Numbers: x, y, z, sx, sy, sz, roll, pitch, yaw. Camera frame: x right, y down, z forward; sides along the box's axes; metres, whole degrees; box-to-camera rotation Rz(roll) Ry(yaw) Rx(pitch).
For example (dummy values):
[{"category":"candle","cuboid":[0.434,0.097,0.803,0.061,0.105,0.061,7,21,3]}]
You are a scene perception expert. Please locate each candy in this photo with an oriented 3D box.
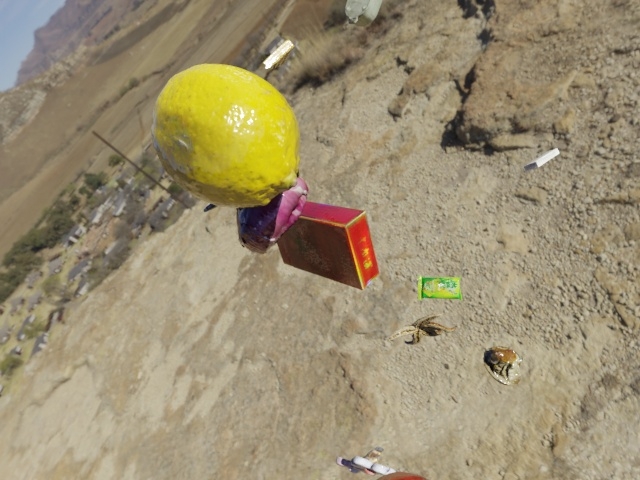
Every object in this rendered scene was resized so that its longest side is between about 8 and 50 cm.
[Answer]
[{"category":"candy","cuboid":[0.495,0.198,1.701,0.178,0.032,0.102,-1,80,17]}]

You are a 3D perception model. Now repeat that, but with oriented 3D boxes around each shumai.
[{"category":"shumai","cuboid":[0.625,0.405,1.371,0.145,0.116,0.146,5,43,-5]}]

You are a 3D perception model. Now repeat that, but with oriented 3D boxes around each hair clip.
[{"category":"hair clip","cuboid":[0.137,0.703,1.292,0.257,0.146,0.075,129,155,-49]}]

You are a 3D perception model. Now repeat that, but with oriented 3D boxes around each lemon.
[{"category":"lemon","cuboid":[-0.164,-0.187,0.754,0.310,0.253,0.254,32,80,19]}]

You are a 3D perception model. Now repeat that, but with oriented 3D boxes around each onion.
[{"category":"onion","cuboid":[-0.135,-0.083,0.988,0.230,0.163,0.230,-42,17,16]}]

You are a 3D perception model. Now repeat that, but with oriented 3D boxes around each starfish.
[{"category":"starfish","cuboid":[0.327,0.294,1.359,0.237,0.213,0.057,-3,52,-2]}]

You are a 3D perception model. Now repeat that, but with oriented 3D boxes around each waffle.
[{"category":"waffle","cuboid":[-0.145,-0.552,1.289,0.125,0.032,0.191,-48,13,-8]}]

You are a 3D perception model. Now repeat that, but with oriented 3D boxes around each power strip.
[{"category":"power strip","cuboid":[0.127,-0.617,0.919,0.080,0.048,0.286,22,94,40]}]

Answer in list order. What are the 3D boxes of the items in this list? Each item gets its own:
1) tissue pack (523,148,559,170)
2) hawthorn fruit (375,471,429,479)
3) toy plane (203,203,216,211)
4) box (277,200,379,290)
[{"category":"tissue pack","cuboid":[0.719,-0.262,1.334,0.108,0.023,0.056,-30,2,-18]},{"category":"hawthorn fruit","cuboid":[0.140,0.523,0.744,0.200,0.179,0.179,-5,44,-6]},{"category":"toy plane","cuboid":[-0.234,-0.161,1.179,0.192,0.088,0.262,30,44,23]},{"category":"box","cuboid":[0.000,-0.001,1.128,0.313,0.198,0.089,14,42,42]}]
